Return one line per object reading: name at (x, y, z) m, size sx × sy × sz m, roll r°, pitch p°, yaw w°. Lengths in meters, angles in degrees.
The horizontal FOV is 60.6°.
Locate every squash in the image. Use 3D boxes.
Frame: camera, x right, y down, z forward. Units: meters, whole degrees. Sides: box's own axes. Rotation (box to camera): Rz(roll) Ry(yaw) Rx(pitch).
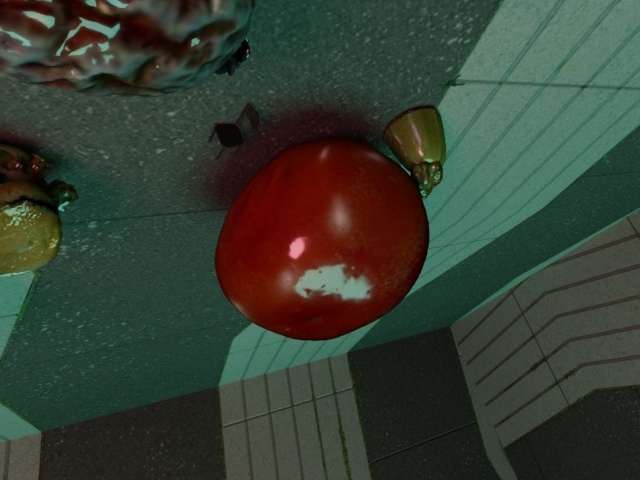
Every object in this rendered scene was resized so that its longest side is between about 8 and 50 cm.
squash at (0.172, -0.136, 0.897) m, size 0.105 × 0.132 × 0.105 m, roll -16°, pitch 159°, yaw -6°

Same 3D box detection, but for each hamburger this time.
hamburger at (-0.379, -0.044, 0.641) m, size 0.184 × 0.131 × 0.159 m, roll -12°, pitch 149°, yaw -38°

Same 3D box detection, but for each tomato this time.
tomato at (0.000, 0.000, 0.854) m, size 0.325 × 0.290 × 0.293 m, roll -30°, pitch 136°, yaw 30°

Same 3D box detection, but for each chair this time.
chair at (-0.119, -0.145, 0.743) m, size 0.042 × 0.037 × 0.086 m, roll -17°, pitch 165°, yaw -40°

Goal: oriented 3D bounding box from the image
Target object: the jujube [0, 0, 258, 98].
jujube at (-0.180, -0.200, 0.319) m, size 0.226 × 0.226 × 0.317 m, roll -36°, pitch 152°, yaw 34°
